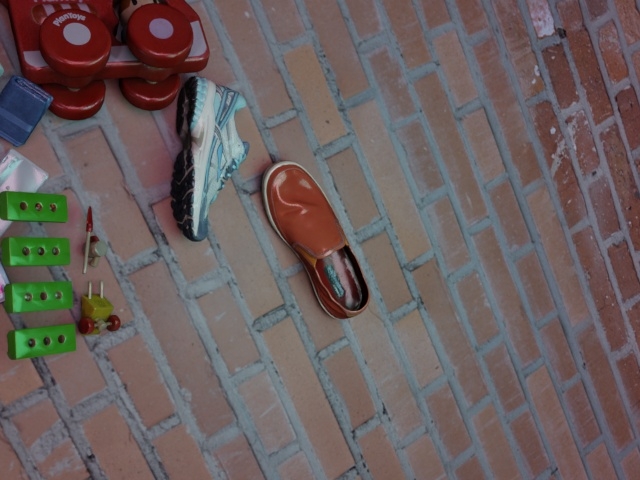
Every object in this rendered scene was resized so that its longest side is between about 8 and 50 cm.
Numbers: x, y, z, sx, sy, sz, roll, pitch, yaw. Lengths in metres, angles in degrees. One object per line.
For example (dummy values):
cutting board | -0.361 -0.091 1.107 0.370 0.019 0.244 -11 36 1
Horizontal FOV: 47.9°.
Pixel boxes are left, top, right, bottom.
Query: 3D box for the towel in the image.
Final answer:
towel | -0.464 -0.198 1.106 0.067 0.119 0.029 35 40 -20

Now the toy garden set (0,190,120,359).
toy garden set | -0.412 0.052 1.131 0.204 0.049 0.244 1 84 -59

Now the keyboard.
keyboard | -0.533 -0.024 1.127 0.072 0.014 0.256 40 74 -26

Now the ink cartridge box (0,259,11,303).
ink cartridge box | -0.598 -0.025 1.057 0.186 0.065 0.311 -22 95 -22

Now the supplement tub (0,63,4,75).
supplement tub | -0.605 -0.339 0.962 0.241 0.241 0.331 -32 104 -22

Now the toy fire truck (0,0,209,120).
toy fire truck | -0.341 -0.348 1.146 0.302 0.169 0.253 -12 75 -24

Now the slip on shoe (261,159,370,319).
slip on shoe | 0.000 0.000 1.335 0.123 0.101 0.331 -30 102 -21

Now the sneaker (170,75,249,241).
sneaker | -0.181 -0.136 1.244 0.122 0.110 0.282 6 88 -29
